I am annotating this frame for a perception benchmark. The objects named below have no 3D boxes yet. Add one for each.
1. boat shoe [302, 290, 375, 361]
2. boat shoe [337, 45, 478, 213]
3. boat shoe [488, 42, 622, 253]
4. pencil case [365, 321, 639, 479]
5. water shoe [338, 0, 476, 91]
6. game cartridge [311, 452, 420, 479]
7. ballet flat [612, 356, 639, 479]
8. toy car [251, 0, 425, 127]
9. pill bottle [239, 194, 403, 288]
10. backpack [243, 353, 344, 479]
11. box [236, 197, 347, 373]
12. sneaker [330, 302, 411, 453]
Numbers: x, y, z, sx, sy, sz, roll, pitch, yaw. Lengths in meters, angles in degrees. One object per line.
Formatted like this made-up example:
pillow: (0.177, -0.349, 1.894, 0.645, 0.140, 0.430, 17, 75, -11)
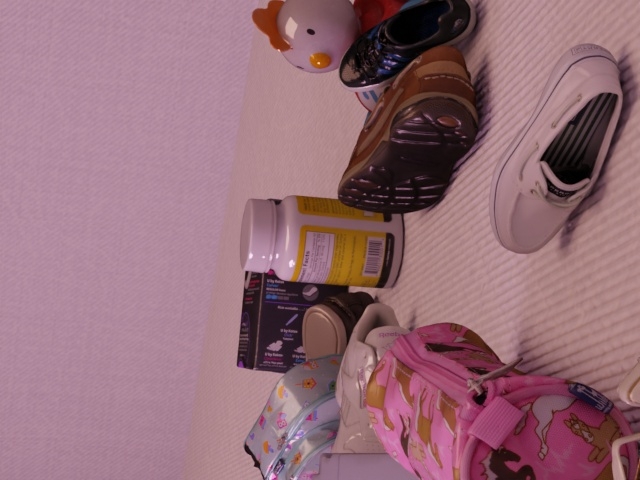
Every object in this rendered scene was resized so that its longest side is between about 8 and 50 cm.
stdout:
boat shoe: (0.024, 0.220, 2.308, 0.112, 0.095, 0.335, 36, 134, 35)
boat shoe: (0.112, -0.129, 1.914, 0.324, 0.122, 0.120, 134, 147, -62)
boat shoe: (0.209, -0.067, 1.418, 0.076, 0.083, 0.226, -97, 17, -52)
pencil case: (0.150, 0.173, 1.426, 0.386, 0.160, 0.167, -163, 77, -80)
water shoe: (0.088, -0.244, 1.885, 0.203, 0.080, 0.073, -28, 71, 32)
game cartridge: (0.085, 0.331, 1.731, 0.294, 0.060, 0.196, -10, 70, 56)
ballet flat: (0.250, 0.136, 1.155, 0.073, 0.067, 0.206, 165, 110, -80)
toy car: (0.027, -0.254, 2.047, 0.219, 0.238, 0.210, 106, 164, -48)
pill bottle: (0.000, 0.000, 2.153, 0.119, 0.208, 0.119, -175, 90, -79)
backpack: (0.002, 0.252, 2.145, 0.144, 0.166, 0.188, 49, 130, 41)
box: (-0.042, 0.077, 2.511, 0.165, 0.143, 0.270, 169, 106, -77)
sneaker: (0.071, 0.198, 1.942, 0.305, 0.114, 0.152, -101, 18, -56)
